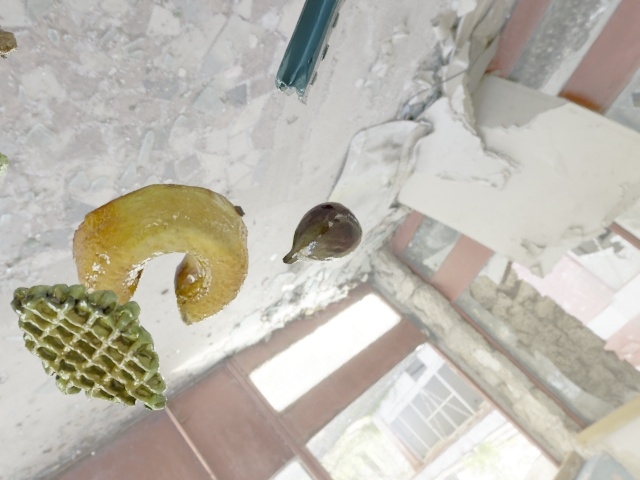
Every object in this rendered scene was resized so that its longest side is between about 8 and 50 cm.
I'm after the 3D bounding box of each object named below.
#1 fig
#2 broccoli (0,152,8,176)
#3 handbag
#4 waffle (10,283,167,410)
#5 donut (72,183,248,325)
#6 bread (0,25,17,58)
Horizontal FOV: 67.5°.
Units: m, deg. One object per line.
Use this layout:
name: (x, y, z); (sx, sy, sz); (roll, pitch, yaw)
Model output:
fig: (0.000, 0.000, 0.866); (0.154, 0.109, 0.103); (-41, 174, 0)
broccoli: (-0.805, -0.222, 1.047); (0.269, 0.269, 0.254); (-31, 159, -33)
handbag: (-0.012, -0.386, 0.936); (0.179, 0.062, 0.229); (-67, -179, -78)
waffle: (-0.316, 0.140, 0.657); (0.054, 0.223, 0.204); (-63, 150, -53)
donut: (-0.375, 0.046, 1.200); (0.435, 0.163, 0.378); (15, 123, -32)
bread: (-0.713, -0.431, 1.029); (0.082, 0.113, 0.060); (-19, 136, -42)
